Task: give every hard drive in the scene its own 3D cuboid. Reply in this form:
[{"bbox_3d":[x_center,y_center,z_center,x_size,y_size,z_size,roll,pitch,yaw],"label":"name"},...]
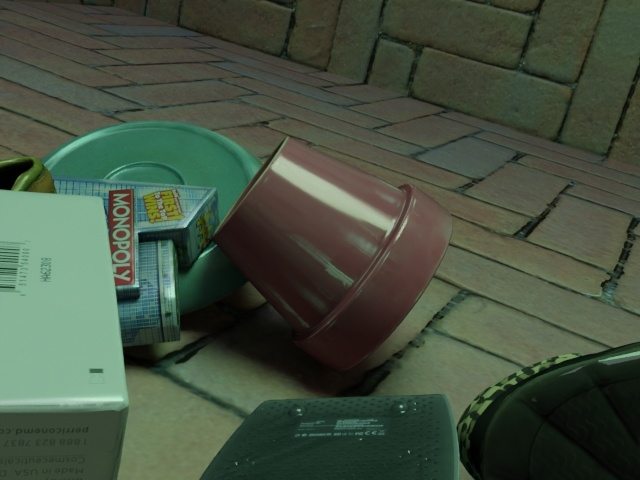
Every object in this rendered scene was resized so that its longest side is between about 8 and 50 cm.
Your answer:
[{"bbox_3d":[0.009,0.169,0.522,0.172,0.054,0.255,-4,8,10],"label":"hard drive"}]

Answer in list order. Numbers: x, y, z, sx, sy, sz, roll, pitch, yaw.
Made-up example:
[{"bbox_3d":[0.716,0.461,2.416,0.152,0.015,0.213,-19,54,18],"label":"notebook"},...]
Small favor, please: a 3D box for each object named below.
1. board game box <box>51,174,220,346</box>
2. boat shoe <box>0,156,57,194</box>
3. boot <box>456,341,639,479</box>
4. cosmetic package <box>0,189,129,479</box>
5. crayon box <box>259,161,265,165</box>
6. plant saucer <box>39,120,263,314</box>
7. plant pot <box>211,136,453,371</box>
[{"bbox_3d":[-0.191,0.010,0.752,0.194,0.060,0.194,-6,47,-9],"label":"board game box"},{"bbox_3d":[-0.333,0.030,0.588,0.111,0.104,0.307,25,43,21],"label":"boat shoe"},{"bbox_3d":[0.269,0.118,0.494,0.377,0.138,0.284,-10,-12,-1],"label":"boot"},{"bbox_3d":[-0.187,0.113,0.399,0.138,0.224,0.224,3,22,-20],"label":"cosmetic package"},{"bbox_3d":[-0.085,-0.041,1.078,0.323,0.083,0.203,-3,26,-40],"label":"crayon box"},{"bbox_3d":[-0.200,-0.044,0.877,0.318,0.043,0.317,2,46,-2],"label":"plant saucer"},{"bbox_3d":[0.000,0.000,0.777,0.180,0.201,0.201,36,18,-9],"label":"plant pot"}]
